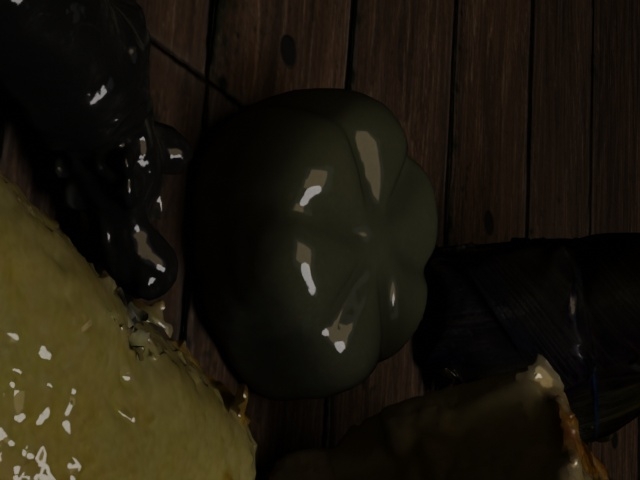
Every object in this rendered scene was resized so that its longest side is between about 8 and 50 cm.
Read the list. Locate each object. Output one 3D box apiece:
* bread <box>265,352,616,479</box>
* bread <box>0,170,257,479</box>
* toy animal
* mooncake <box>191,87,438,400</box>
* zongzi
[{"bbox_3d":[0.159,0.350,1.290,0.390,0.279,0.371,52,22,-49],"label":"bread"},{"bbox_3d":[-0.177,0.114,0.909,0.375,0.165,0.236,52,46,-46],"label":"bread"},{"bbox_3d":[-0.169,-0.116,1.033,0.343,0.106,0.168,62,34,-42],"label":"toy animal"},{"bbox_3d":[0.000,0.000,1.301,0.275,0.135,0.275,8,81,-58],"label":"mooncake"},{"bbox_3d":[0.373,0.107,1.667,0.403,0.432,0.208,37,46,-57],"label":"zongzi"}]
